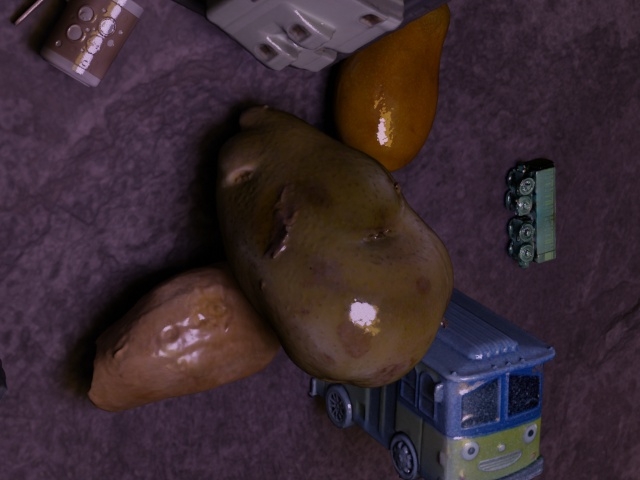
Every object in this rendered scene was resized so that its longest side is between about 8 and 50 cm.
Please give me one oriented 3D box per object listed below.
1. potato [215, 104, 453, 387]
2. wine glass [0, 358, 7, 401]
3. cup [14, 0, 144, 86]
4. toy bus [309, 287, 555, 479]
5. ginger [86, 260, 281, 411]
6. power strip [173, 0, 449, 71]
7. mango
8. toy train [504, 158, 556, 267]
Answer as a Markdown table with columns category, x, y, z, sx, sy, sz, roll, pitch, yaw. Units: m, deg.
| category | x | y | z | sx | sy | sz | roll | pitch | yaw |
| --- | --- | --- | --- | --- | --- | --- | --- | --- | --- |
| potato | 0.001 | 0.001 | 1.589 | 0.218 | 0.351 | 0.202 | -28 | 163 | -22 |
| wine glass | -0.423 | -0.022 | 1.345 | 0.267 | 0.267 | 0.406 | -19 | 122 | -26 |
| cup | -0.248 | -0.220 | 1.481 | 0.102 | 0.074 | 0.099 | 31 | 90 | -36 |
| toy bus | 0.125 | 0.159 | 1.714 | 0.152 | 0.312 | 0.190 | -10 | 115 | -29 |
| ginger | -0.147 | 0.105 | 1.631 | 0.267 | 0.152 | 0.138 | -19 | 87 | -21 |
| power strip | -0.013 | -0.255 | 1.519 | 0.251 | 0.257 | 0.092 | 29 | 55 | -32 |
| mango | 0.085 | -0.189 | 1.695 | 0.136 | 0.099 | 0.227 | 22 | 87 | -32 |
| toy train | 0.280 | -0.037 | 1.911 | 0.071 | 0.038 | 0.147 | -17 | 115 | -30 |
